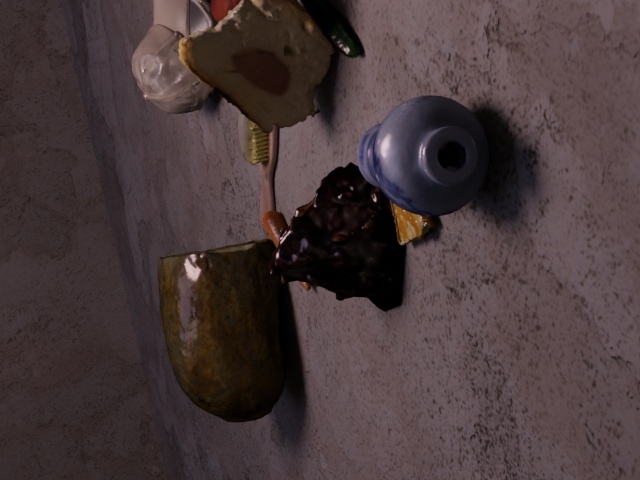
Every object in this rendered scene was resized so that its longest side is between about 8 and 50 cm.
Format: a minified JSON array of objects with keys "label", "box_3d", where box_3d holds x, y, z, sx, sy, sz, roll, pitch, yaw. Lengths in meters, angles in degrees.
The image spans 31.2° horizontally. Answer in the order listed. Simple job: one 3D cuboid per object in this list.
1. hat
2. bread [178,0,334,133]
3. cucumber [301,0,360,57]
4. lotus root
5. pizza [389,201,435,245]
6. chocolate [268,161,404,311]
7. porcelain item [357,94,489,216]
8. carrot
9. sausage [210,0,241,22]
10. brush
[{"label":"hat","box_3d":[-0.302,-0.391,2.303,0.232,0.161,0.275,2,100,65]},{"label":"bread","box_3d":[-0.075,-0.262,1.694,0.211,0.184,0.224,50,-171,-9]},{"label":"cucumber","box_3d":[0.013,-0.322,1.672,0.036,0.033,0.184,-58,42,27]},{"label":"lotus root","box_3d":[-0.178,0.173,2.191,0.250,0.250,0.346,-167,65,-68]},{"label":"pizza","box_3d":[0.119,-0.036,1.560,0.108,0.026,0.123,96,151,-48]},{"label":"chocolate","box_3d":[0.000,0.000,1.685,0.206,0.177,0.224,-129,34,-51]},{"label":"porcelain item","box_3d":[0.118,-0.103,1.386,0.259,0.141,0.141,-156,56,-77]},{"label":"carrot","box_3d":[-0.055,0.019,2.051,0.190,0.037,0.037,60,153,32]},{"label":"sausage","box_3d":[-0.155,-0.434,1.999,0.141,0.076,0.076,107,145,-50]},{"label":"brush","box_3d":[-0.116,-0.136,2.081,0.072,0.067,0.312,-128,30,-49]}]
